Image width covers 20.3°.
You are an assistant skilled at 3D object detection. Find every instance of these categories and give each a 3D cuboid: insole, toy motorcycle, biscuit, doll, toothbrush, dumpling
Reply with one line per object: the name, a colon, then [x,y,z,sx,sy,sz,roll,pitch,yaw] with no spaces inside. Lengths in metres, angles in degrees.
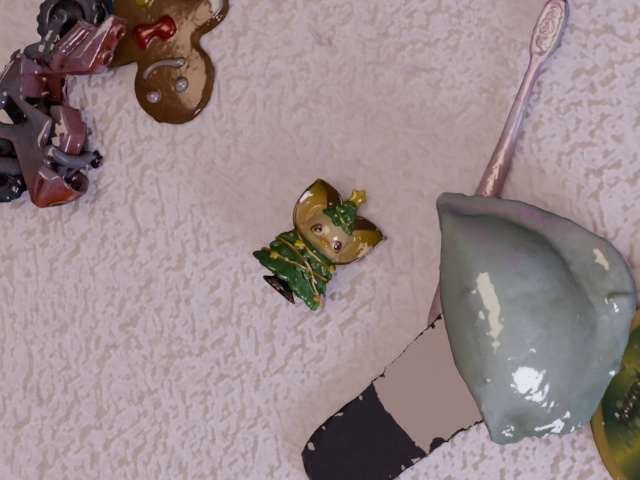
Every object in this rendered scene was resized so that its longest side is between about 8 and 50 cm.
insole: [0.114,0.121,1.510,0.309,0.012,0.110,-40,88,13]
toy motorcycle: [-0.233,-0.118,1.597,0.118,0.084,0.212,31,100,23]
biscuit: [-0.150,-0.203,1.606,0.138,0.031,0.205,-17,84,16]
doll: [-0.005,0.003,1.544,0.078,0.076,0.113,42,70,-10]
toothbrush: [0.149,-0.060,1.507,0.025,0.029,0.307,22,97,17]
dumpling: [0.165,0.053,1.447,0.105,0.149,0.217,-31,76,57]

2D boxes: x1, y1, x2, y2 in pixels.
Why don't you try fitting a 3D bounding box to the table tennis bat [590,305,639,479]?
table tennis bat: [0.358,0.165,1.410,0.321,0.050,0.198,32,105,22]
